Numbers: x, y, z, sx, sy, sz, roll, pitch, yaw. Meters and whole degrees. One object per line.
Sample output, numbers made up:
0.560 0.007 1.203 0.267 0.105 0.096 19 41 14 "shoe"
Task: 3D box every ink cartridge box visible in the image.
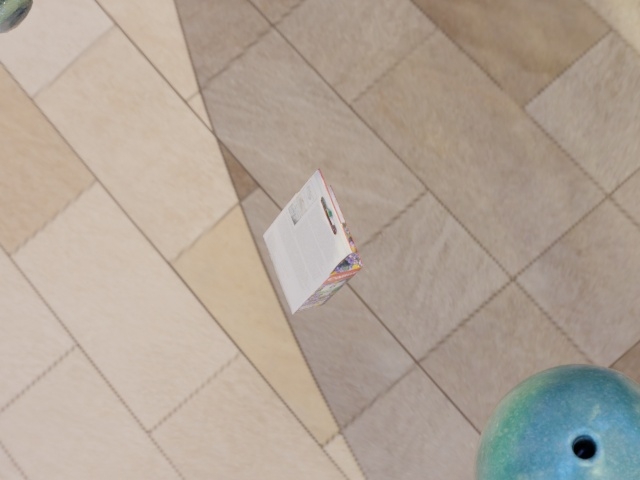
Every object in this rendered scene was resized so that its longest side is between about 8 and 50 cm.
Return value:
0.000 0.000 0.773 0.029 0.115 0.063 -14 73 -27 "ink cartridge box"

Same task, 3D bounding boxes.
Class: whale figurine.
0.251 0.199 0.900 0.272 0.141 0.216 23 71 22 "whale figurine"

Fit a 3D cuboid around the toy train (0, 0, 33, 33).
-0.195 -0.122 0.368 0.142 0.190 0.334 48 51 2 "toy train"
